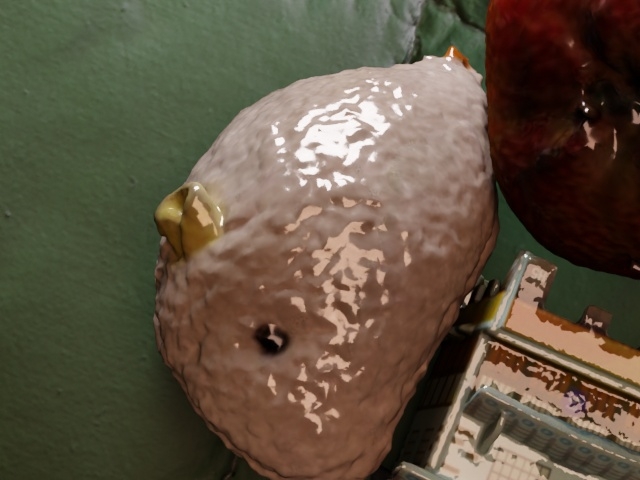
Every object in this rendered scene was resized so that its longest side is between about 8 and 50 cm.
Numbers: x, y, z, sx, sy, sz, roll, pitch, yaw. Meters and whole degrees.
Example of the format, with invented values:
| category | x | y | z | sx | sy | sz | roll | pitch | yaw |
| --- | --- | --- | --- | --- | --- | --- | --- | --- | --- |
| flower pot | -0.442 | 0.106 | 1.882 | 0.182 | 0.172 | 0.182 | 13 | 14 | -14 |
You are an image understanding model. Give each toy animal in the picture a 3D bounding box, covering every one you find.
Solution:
| category | x | y | z | sx | sy | sz | roll | pitch | yaw |
| --- | --- | --- | --- | --- | --- | --- | --- | --- | --- |
| toy animal | 0.003 | -0.006 | 1.294 | 0.227 | 0.188 | 0.358 | 23 | 63 | 16 |

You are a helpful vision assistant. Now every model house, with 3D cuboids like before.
| category | x | y | z | sx | sy | sz | roll | pitch | yaw |
| --- | --- | --- | --- | --- | --- | --- | --- | --- | --- |
| model house | 0.168 | 0.144 | 1.307 | 0.224 | 0.198 | 0.215 | 24 | 78 | -5 |

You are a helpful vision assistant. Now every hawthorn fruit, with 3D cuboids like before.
| category | x | y | z | sx | sy | sz | roll | pitch | yaw |
| --- | --- | --- | --- | --- | --- | --- | --- | --- | --- |
| hawthorn fruit | 0.287 | -0.123 | 1.282 | 0.369 | 0.285 | 0.284 | -25 | 90 | -42 |
